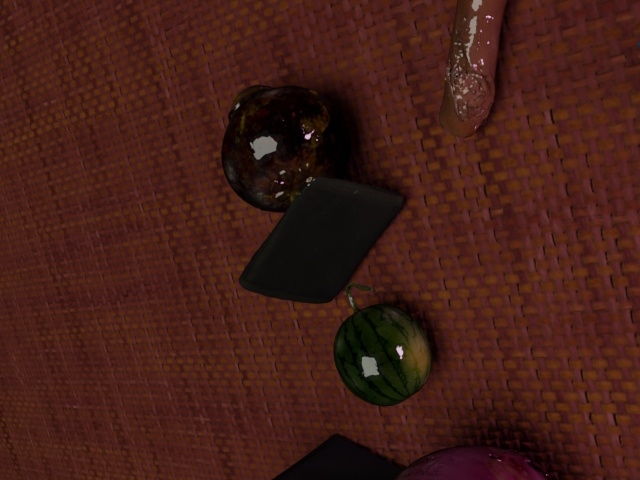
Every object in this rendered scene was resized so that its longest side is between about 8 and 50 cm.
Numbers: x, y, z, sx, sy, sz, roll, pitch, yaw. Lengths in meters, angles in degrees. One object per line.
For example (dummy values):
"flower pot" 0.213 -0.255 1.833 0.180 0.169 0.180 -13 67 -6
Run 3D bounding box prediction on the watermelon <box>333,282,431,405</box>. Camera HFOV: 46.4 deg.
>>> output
"watermelon" 0.082 0.149 1.100 0.141 0.141 0.187 -39 69 38

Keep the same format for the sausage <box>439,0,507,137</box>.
"sausage" 0.199 -0.273 0.910 0.078 0.078 0.304 22 116 30

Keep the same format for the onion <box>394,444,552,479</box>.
"onion" 0.187 0.450 0.970 0.345 0.358 0.358 -7 101 25

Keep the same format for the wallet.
"wallet" 0.000 0.000 1.105 0.245 0.169 0.052 -53 39 35

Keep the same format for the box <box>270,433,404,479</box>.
"box" -0.008 0.510 1.156 0.204 0.345 0.251 18 116 38

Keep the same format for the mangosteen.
"mangosteen" -0.057 -0.150 1.094 0.192 0.192 0.217 -55 39 35

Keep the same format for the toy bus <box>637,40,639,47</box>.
"toy bus" 0.386 -0.194 0.812 0.038 0.046 0.083 -39 79 39
